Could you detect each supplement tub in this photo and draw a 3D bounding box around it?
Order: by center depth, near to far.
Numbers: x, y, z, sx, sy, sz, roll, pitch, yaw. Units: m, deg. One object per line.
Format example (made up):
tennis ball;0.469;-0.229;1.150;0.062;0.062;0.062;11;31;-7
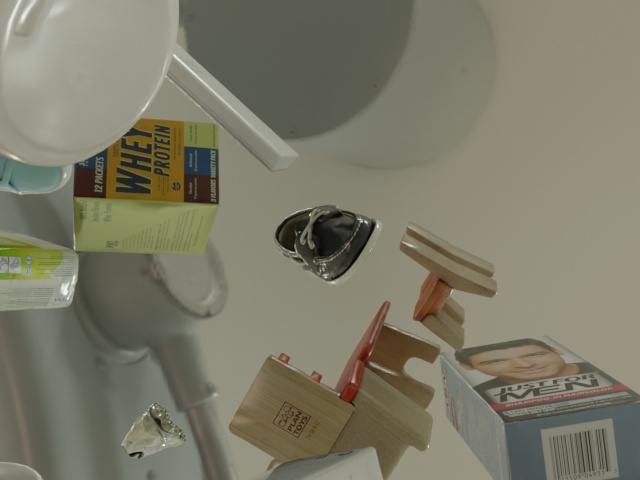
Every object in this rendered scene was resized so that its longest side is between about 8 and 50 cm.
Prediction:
supplement tub;-0.318;-0.232;0.828;0.325;0.235;0.235;29;-79;27

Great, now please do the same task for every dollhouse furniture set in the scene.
dollhouse furniture set;0.027;0.119;0.782;0.135;0.259;0.262;30;-76;3

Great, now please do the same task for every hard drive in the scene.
hard drive;-0.174;-0.237;1.552;0.307;0.203;0.040;43;-82;0

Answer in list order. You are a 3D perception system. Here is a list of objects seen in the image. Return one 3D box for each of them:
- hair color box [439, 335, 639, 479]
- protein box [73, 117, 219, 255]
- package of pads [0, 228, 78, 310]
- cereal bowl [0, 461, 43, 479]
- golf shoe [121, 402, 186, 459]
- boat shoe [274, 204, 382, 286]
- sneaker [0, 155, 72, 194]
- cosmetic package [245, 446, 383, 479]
hair color box;0.302;0.239;1.282;0.186;0.374;0.113;-8;-84;-4
protein box;-0.265;-0.078;1.352;0.201;0.200;0.135;2;-113;-14
package of pads;-0.534;0.030;1.317;0.297;0.229;0.101;14;-86;25
cereal bowl;-0.482;0.398;1.068;0.339;0.339;0.141;-7;-81;24
golf shoe;-0.263;0.302;1.393;0.086;0.176;0.069;-39;-107;-10
boat shoe;0.000;0.000;1.323;0.091;0.302;0.114;35;-105;-12
sneaker;-0.594;-0.133;1.442;0.366;0.150;0.135;15;-57;-7
cosmetic package;-0.038;0.203;0.514;0.086;0.231;0.117;-19;-99;30
